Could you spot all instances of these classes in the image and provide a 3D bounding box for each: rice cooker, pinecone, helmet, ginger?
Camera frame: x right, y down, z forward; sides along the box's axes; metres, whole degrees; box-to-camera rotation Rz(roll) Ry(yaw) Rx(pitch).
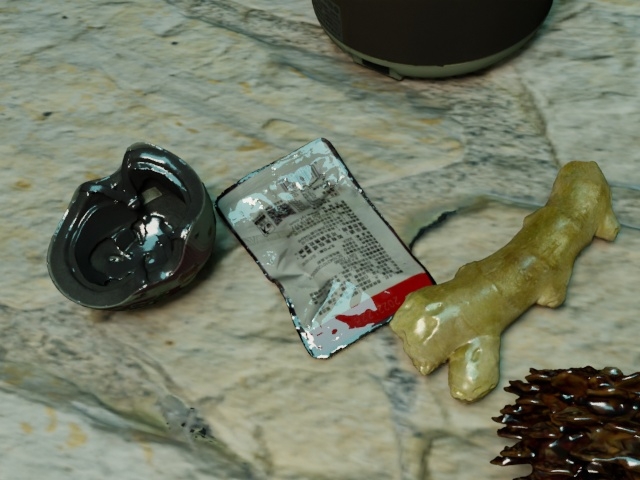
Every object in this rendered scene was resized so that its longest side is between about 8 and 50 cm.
[{"bbox_3d":[0.124,-0.395,0.838,0.335,0.325,0.335,-3,58,5],"label":"rice cooker"},{"bbox_3d":[0.211,0.180,0.569,0.163,0.163,0.165,7,80,12],"label":"pinecone"},{"bbox_3d":[-0.181,-0.001,0.762,0.177,0.107,0.153,-39,62,5],"label":"helmet"},{"bbox_3d":[0.193,0.023,0.717,0.118,0.065,0.299,41,71,13],"label":"ginger"}]

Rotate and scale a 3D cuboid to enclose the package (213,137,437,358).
[{"bbox_3d":[0.000,0.000,0.778,0.154,0.030,0.239,-28,58,-12],"label":"package"}]
